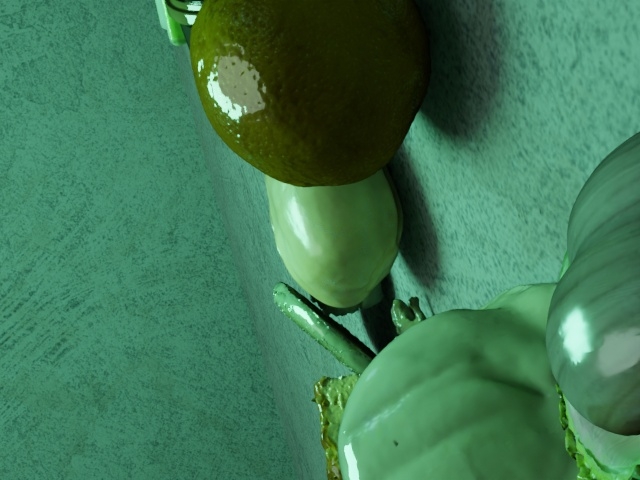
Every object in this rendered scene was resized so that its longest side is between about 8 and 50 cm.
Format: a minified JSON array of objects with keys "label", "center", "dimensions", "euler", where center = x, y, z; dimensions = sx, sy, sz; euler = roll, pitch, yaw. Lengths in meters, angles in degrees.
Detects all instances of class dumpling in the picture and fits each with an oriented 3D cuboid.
[{"label":"dumpling","center":[0.156,0.188,0.693],"dimensions":[0.316,0.233,0.395],"euler":[-54,22,35]}]

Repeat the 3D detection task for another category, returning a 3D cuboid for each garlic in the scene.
[{"label":"garlic","center":[0.232,0.052,0.368],"dimensions":[0.256,0.207,0.207],"euler":[39,145,48]}]

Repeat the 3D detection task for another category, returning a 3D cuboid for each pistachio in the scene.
[{"label":"pistachio","center":[0.008,-0.057,1.069],"dimensions":[0.187,0.187,0.299],"euler":[117,135,-71]}]

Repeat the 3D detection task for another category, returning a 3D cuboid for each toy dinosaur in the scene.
[{"label":"toy dinosaur","center":[0.160,0.185,1.066],"dimensions":[0.251,0.072,0.200],"euler":[56,173,14]}]

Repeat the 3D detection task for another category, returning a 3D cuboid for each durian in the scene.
[{"label":"durian","center":[0.220,0.090,0.542],"dimensions":[0.221,0.095,0.137],"euler":[-75,-14,-52]}]

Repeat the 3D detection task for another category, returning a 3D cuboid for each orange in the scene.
[{"label":"orange","center":[-0.013,-0.189,0.834],"dimensions":[0.264,0.264,0.264],"euler":[162,90,-76]}]

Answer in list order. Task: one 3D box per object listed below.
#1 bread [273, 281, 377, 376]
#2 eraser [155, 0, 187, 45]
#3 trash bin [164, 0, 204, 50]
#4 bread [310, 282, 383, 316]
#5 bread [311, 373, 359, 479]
[{"label":"bread","center":[0.024,0.159,1.289],"dimensions":[0.267,0.040,0.267],"euler":[39,179,1]},{"label":"eraser","center":[-0.172,-0.466,1.215],"dimensions":[0.092,0.210,0.274],"euler":[-125,20,-48]},{"label":"trash bin","center":[-0.109,-0.318,1.146],"dimensions":[0.214,0.214,0.334],"euler":[-123,18,-47]},{"label":"bread","center":[0.005,0.000,1.331],"dimensions":[0.337,0.101,0.183],"euler":[-141,38,-69]},{"label":"bread","center":[0.062,0.351,1.378],"dimensions":[0.275,0.114,0.185],"euler":[71,-176,-66]}]
